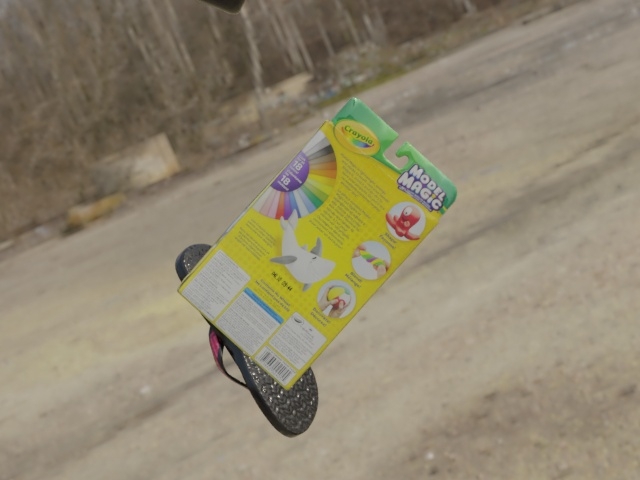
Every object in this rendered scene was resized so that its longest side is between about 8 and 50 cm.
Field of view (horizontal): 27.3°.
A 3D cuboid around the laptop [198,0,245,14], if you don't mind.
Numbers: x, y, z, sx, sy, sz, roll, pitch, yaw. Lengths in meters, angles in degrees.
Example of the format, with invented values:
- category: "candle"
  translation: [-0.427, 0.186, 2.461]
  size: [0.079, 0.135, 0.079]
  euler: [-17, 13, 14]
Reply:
- category: "laptop"
  translation: [-0.162, -0.431, 0.965]
  size: [0.408, 0.236, 0.382]
  euler: [12, -67, -55]

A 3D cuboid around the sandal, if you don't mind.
- category: "sandal"
  translation: [-0.062, 0.083, 1.062]
  size: [0.067, 0.179, 0.040]
  euler: [-14, -26, -50]

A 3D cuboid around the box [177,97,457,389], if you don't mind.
- category: "box"
  translation: [0.000, 0.000, 0.895]
  size: [0.179, 0.105, 0.043]
  euler: [-48, 0, 6]
